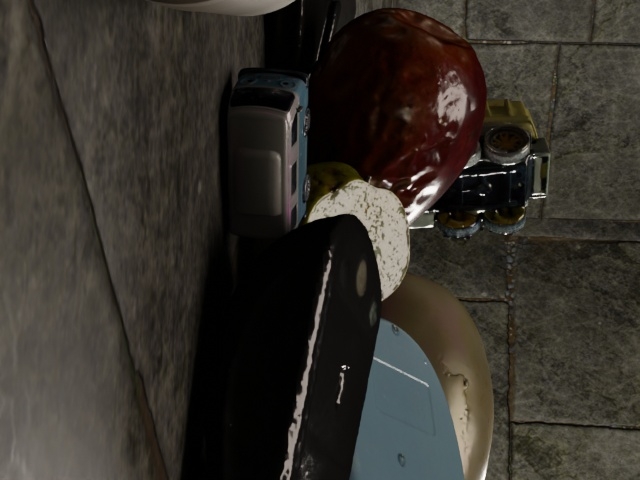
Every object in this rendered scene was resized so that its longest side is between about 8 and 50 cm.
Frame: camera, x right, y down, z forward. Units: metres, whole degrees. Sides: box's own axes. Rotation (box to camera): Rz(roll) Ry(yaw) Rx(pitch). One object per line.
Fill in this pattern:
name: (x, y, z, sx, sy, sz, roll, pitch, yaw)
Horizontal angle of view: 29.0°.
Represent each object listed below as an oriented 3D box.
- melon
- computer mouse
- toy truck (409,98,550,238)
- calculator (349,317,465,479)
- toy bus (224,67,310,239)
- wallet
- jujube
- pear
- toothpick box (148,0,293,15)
melon: (0.064, 0.177, 1.256, 0.223, 0.223, 0.317, 78, 16, -64)
computer mouse: (-0.029, 0.108, 0.922, 0.170, 0.100, 0.269, 53, 45, -60)
toy truck: (0.107, -0.092, 1.353, 0.157, 0.272, 0.124, -92, 177, -49)
calculator: (0.064, 0.205, 1.044, 0.188, 0.042, 0.303, 30, 44, -44)
toy bus: (-0.042, -0.064, 0.948, 0.075, 0.060, 0.123, -68, 162, -62)
wallet: (-0.006, -0.275, 1.247, 0.377, 0.051, 0.197, -67, 159, -69)
jujube: (0.049, -0.092, 1.172, 0.255, 0.190, 0.190, -56, -176, 19)
pear: (0.000, 0.000, 1.072, 0.104, 0.141, 0.141, 19, -67, 51)
toothpick box: (-0.051, -0.166, 0.604, 0.181, 0.111, 0.111, -56, 148, -80)
